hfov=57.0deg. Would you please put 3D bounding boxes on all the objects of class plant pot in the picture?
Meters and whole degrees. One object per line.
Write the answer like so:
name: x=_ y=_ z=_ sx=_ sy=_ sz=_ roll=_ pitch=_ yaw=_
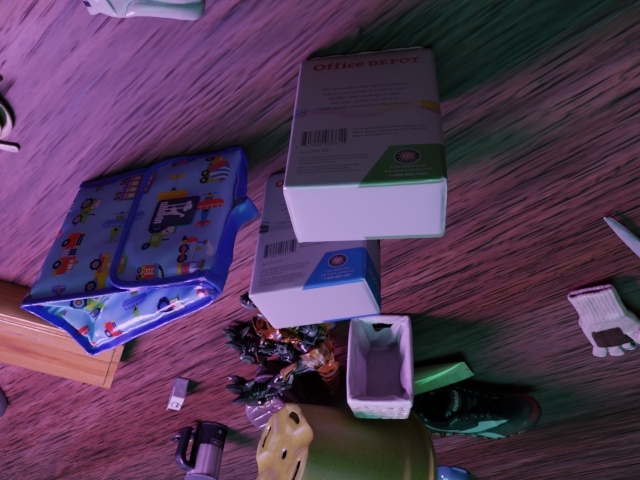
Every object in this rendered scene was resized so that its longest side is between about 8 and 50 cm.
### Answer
plant pot: x=0.029 y=0.417 z=1.095 sx=0.254 sy=0.276 sz=0.276 roll=24 pitch=136 yaw=-27

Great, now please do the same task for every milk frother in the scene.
milk frother: x=-0.317 y=0.542 z=1.487 sx=0.129 sy=0.134 sz=0.143 roll=23 pitch=137 yaw=-18

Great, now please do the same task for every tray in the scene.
tray: x=-0.589 y=0.169 z=1.134 sx=0.411 sy=0.076 sz=0.203 roll=19 pitch=137 yaw=-14

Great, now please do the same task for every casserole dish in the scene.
casserole dish: x=0.334 y=0.680 z=1.649 sx=0.114 sy=0.037 sz=0.188 roll=24 pitch=137 yaw=-20

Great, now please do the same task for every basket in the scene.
basket: x=0.109 y=0.229 z=1.057 sx=0.113 sy=0.167 sz=0.103 roll=-1 pitch=145 yaw=8

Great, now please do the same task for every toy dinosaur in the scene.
toy dinosaur: x=-0.053 y=0.201 z=1.063 sx=0.218 sy=0.164 sz=0.322 roll=-28 pitch=109 yaw=12

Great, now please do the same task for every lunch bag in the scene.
lunch bag: x=-0.207 y=0.003 z=0.782 sx=0.293 sy=0.220 sz=0.138 roll=-16 pitch=135 yaw=24

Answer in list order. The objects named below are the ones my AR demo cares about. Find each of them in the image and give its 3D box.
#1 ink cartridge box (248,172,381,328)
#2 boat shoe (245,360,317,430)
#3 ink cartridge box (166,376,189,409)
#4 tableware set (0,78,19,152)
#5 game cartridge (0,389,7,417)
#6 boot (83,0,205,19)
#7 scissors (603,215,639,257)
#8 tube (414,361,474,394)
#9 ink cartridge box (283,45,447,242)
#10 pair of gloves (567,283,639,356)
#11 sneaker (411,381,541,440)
ink cartridge box: x=0.000 y=0.000 z=0.771 sx=0.148 sy=0.203 sz=0.086 roll=-10 pitch=139 yaw=18
boat shoe: x=-0.041 y=0.389 z=1.286 sx=0.132 sy=0.130 sz=0.355 roll=-13 pitch=130 yaw=15
ink cartridge box: x=-0.323 y=0.350 z=1.330 sx=0.028 sy=0.048 sz=0.083 roll=17 pitch=139 yaw=-13
tableware set: x=-0.503 y=-0.166 z=0.760 sx=0.194 sy=0.039 sz=0.128 roll=10 pitch=139 yaw=-5
game cartridge: x=-0.875 y=0.337 z=1.377 sx=0.198 sy=0.062 sz=0.297 roll=3 pitch=139 yaw=10
boot: x=-0.235 y=-0.275 z=0.558 sx=0.258 sy=0.095 sz=0.123 roll=8 pitch=132 yaw=-4
scissors: x=0.512 y=0.044 z=0.900 sx=0.297 sy=0.021 sz=0.109 roll=19 pitch=140 yaw=-17
tube: x=0.186 y=0.287 z=1.200 sx=0.240 sy=0.070 sz=0.062 roll=-18 pitch=97 yaw=19
ink cartridge box: x=0.051 y=-0.107 z=0.634 sx=0.154 sy=0.212 sz=0.093 roll=-3 pitch=142 yaw=9
pair of gloves: x=0.548 y=0.128 z=0.958 sx=0.240 sy=0.042 sz=0.204 roll=-12 pitch=140 yaw=28
sneaker: x=0.313 y=0.350 z=1.215 sx=0.276 sy=0.097 sz=0.135 roll=-5 pitch=145 yaw=14
